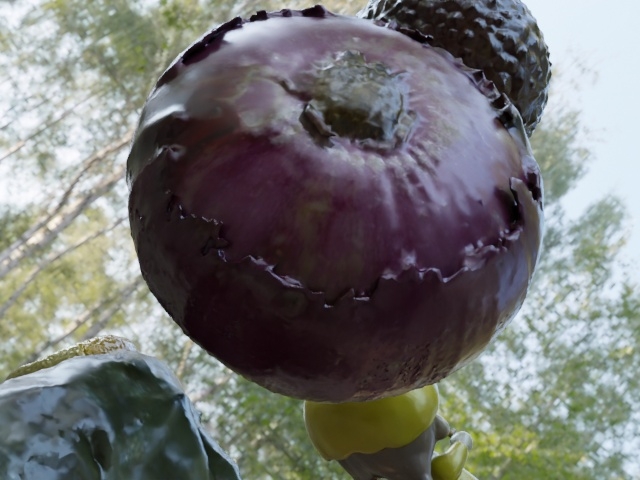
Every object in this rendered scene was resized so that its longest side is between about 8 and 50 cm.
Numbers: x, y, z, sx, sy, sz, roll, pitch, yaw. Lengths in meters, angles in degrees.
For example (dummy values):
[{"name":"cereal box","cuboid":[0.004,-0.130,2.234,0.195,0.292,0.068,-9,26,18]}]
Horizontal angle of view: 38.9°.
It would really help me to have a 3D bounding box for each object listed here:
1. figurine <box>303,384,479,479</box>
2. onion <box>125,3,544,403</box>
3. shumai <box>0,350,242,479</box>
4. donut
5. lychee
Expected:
[{"name":"figurine","cuboid":[0.131,0.299,1.291,0.343,0.187,0.215,45,-46,-7]},{"name":"onion","cuboid":[0.017,-0.015,0.787,0.358,0.358,0.345,24,-42,38]},{"name":"shumai","cuboid":[-0.127,0.286,0.621,0.323,0.397,0.324,25,-63,18]},{"name":"donut","cuboid":[-0.290,0.166,1.071,0.190,0.174,0.075,13,55,-68]},{"name":"lychee","cuboid":[0.144,-0.183,1.070,0.260,0.260,0.261,35,-32,25]}]
